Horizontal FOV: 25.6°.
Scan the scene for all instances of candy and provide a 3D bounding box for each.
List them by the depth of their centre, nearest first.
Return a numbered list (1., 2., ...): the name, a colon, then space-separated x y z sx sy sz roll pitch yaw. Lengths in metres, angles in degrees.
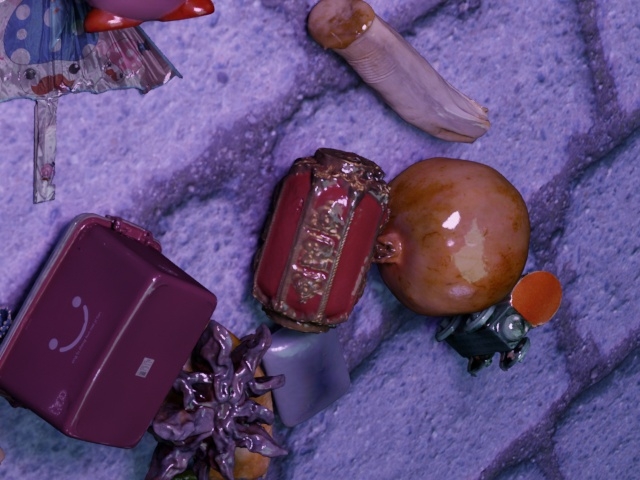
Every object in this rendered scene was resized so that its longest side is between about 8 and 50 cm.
1. candy: -0.024 0.199 2.220 0.138 0.071 0.174 -32 128 -23

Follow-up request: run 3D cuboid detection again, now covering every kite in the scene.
1. kite: -0.341 -0.217 1.776 0.406 0.014 0.368 -12 119 -36

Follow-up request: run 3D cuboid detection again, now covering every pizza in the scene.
1. pizza: -0.160 0.249 2.132 0.182 0.074 0.365 -42 133 -18

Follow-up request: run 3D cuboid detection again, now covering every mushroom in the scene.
1. mushroom: 0.119 -0.245 2.076 0.351 0.122 0.095 32 76 -39

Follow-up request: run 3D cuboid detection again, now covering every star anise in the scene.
1. star anise: -0.147 0.242 2.009 0.212 0.129 0.283 46 73 -35

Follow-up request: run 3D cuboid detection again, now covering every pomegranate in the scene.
1. pomegranate: 0.187 -0.001 2.187 0.270 0.229 0.252 -1 103 -31

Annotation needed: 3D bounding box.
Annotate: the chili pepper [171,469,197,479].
1. chili pepper: -0.254 0.415 2.141 0.204 0.073 0.072 -33 112 -38

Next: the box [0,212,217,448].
1. box: -0.284 0.130 1.880 0.294 0.167 0.193 -60 147 2

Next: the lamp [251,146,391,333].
1. lamp: 0.000 0.000 2.077 0.177 0.177 0.274 5 110 -42

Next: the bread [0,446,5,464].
1. bread: -0.477 0.296 1.901 0.103 0.049 0.062 -32 157 -25

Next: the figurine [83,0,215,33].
1. figurine: -0.219 -0.346 1.708 0.173 0.173 0.173 -19 123 -32

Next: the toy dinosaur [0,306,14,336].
1. toy dinosaur: -0.435 0.099 1.849 0.083 0.030 0.047 35 86 -46

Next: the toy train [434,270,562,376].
1. toy train: 0.300 0.127 2.340 0.116 0.285 0.177 43 75 -4
